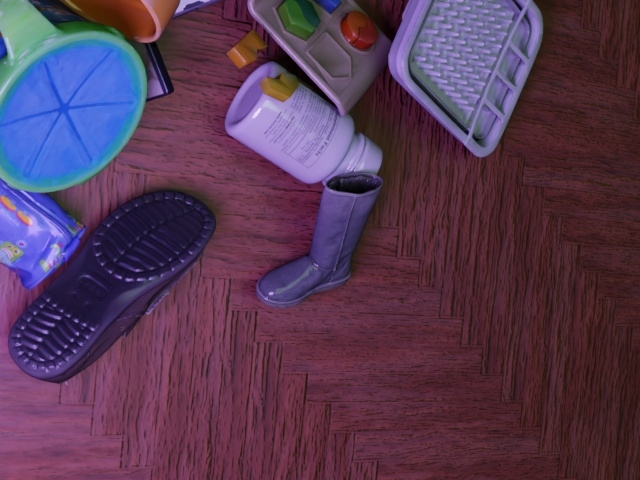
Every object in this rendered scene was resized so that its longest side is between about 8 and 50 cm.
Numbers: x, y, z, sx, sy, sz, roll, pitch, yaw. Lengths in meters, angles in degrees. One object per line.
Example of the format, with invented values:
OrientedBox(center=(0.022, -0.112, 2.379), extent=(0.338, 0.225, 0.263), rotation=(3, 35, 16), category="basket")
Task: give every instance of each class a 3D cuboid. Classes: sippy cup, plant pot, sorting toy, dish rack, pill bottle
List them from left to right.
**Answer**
OrientedBox(center=(-0.381, -0.216, 1.312), extent=(0.240, 0.224, 0.305), rotation=(-13, 134, -46), category="sippy cup")
OrientedBox(center=(-0.237, -0.381, 1.252), extent=(0.205, 0.205, 0.188), rotation=(37, 74, -24), category="plant pot")
OrientedBox(center=(-0.021, -0.163, 1.573), extent=(0.229, 0.131, 0.131), rotation=(32, 79, -25), category="pill bottle")
OrientedBox(center=(-0.008, -0.302, 1.530), extent=(0.229, 0.041, 0.307), rotation=(49, 44, -13), category="sorting toy")
OrientedBox(center=(0.234, -0.322, 1.672), extent=(0.333, 0.072, 0.285), rotation=(33, 79, -50), category="dish rack")

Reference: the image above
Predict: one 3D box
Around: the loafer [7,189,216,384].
OrientedBox(center=(-0.301, 0.066, 1.472), extent=(0.134, 0.130, 0.366), rotation=(41, 62, 11), category="loafer")

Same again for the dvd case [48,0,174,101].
OrientedBox(center=(-0.321, -0.298, 1.400), extent=(0.022, 0.180, 0.253), rotation=(-43, 116, -58), category="dvd case")

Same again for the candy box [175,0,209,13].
OrientedBox(center=(-0.186, -0.366, 1.456), extent=(0.196, 0.165, 0.070), rotation=(-27, 104, -23), category="candy box")

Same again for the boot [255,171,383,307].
OrientedBox(center=(-0.002, -0.001, 1.565), extent=(0.190, 0.208, 0.076), rotation=(-22, 60, -33), category="boot")

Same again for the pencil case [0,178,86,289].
OrientedBox(center=(-0.455, -0.068, 1.362), extent=(0.306, 0.133, 0.119), rotation=(46, 56, -23), category="pencil case")
